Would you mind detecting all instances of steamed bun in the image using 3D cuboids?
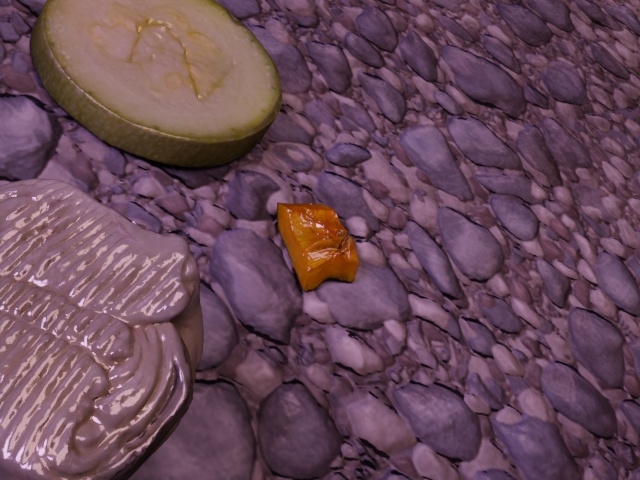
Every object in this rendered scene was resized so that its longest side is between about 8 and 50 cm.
[{"bbox_3d":[-0.174,0.080,0.611,0.218,0.144,0.211,20,50,17],"label":"steamed bun"}]

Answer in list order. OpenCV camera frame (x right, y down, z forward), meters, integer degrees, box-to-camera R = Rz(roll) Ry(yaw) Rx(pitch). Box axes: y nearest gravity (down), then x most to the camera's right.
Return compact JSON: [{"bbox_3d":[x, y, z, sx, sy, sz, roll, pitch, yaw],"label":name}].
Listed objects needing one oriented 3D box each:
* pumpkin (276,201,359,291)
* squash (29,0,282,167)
[{"bbox_3d":[-0.001,-0.001,0.896,0.073,0.035,0.101,-4,59,-37],"label":"pumpkin"},{"bbox_3d":[-0.162,-0.179,0.923,0.252,0.049,0.252,20,44,-21],"label":"squash"}]
